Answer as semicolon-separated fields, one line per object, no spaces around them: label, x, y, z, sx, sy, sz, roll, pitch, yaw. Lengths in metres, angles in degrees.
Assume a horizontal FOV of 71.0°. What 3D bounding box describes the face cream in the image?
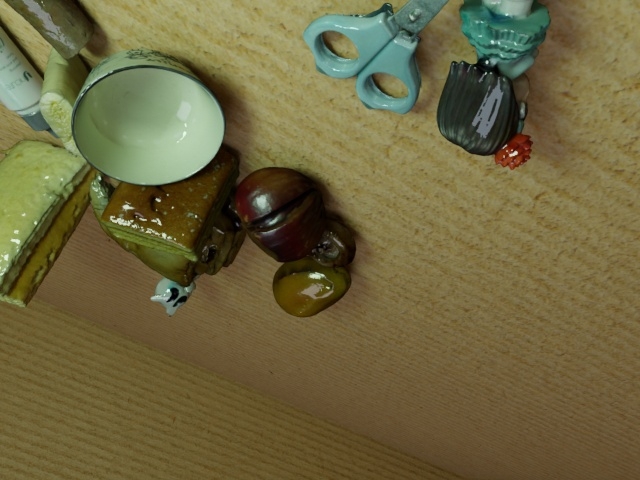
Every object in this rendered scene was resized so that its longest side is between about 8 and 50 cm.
face cream;-0.595;-0.318;0.850;0.092;0.092;0.312;7;145;20

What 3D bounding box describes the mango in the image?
mango;-0.026;0.114;1.153;0.235;0.136;0.166;-17;130;37

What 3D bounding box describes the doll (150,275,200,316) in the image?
doll;-0.427;0.121;1.349;0.106;0.181;0.110;-18;133;26

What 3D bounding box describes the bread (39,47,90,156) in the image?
bread;-0.440;-0.247;0.798;0.060;0.178;0.140;-17;140;-3

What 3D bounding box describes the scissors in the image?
scissors;0.106;-0.262;0.535;0.191;0.030;0.360;32;161;-16

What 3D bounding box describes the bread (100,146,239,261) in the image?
bread;-0.284;-0.096;0.877;0.184;0.234;0.111;19;153;-2

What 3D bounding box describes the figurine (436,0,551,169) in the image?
figurine;0.217;-0.208;0.550;0.110;0.138;0.246;-24;142;-13

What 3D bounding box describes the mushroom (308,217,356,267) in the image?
mushroom;0.000;-0.001;1.018;0.170;0.080;0.135;17;135;6

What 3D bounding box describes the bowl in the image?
bowl;-0.292;-0.217;0.759;0.237;0.126;0.238;-18;145;-13

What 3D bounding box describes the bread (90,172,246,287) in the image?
bread;-0.370;-0.037;1.061;0.369;0.192;0.314;25;148;-5

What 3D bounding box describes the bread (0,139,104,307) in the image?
bread;-0.704;-0.056;1.042;0.236;0.376;0.165;16;156;12

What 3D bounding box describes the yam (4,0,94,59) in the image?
yam;-0.429;-0.364;0.709;0.084;0.084;0.127;-5;144;34

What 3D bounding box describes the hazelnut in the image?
hazelnut;-0.075;-0.055;0.905;0.177;0.178;0.204;-13;116;40
